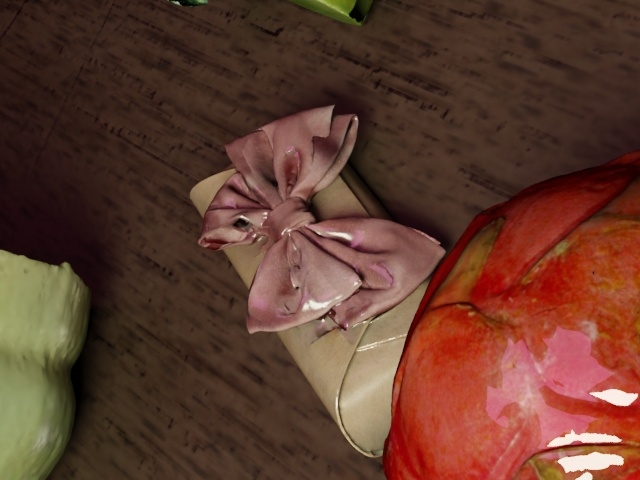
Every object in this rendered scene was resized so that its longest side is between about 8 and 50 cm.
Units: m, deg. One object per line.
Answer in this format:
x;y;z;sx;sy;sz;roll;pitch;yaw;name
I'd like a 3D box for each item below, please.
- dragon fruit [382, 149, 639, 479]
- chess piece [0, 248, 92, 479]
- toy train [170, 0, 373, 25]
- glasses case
0.108;0.063;0.611;0.172;0.172;0.209;-18;52;40;dragon fruit
-0.261;0.220;0.883;0.234;0.234;0.442;-3;74;45;chess piece
0.008;-0.257;0.898;0.189;0.126;0.307;25;92;16;toy train
0.000;0.000;0.813;0.102;0.070;0.193;-51;45;16;glasses case
